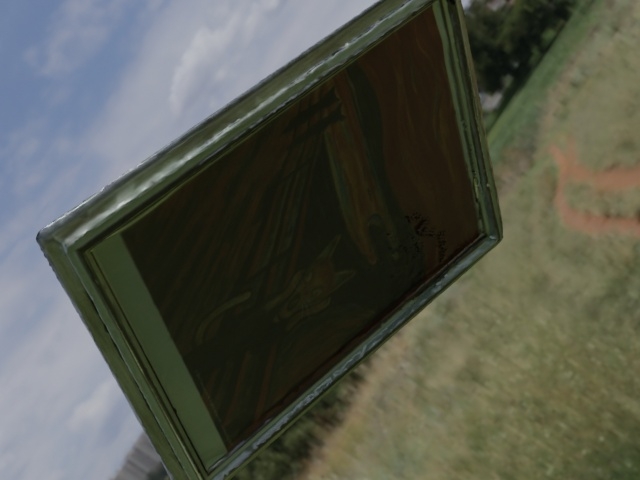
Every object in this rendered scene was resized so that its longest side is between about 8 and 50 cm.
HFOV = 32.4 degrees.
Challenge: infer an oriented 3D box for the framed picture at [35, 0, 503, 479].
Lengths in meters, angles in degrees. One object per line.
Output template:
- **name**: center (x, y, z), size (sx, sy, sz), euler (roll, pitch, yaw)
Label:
- **framed picture**: center (0.000, 0.000, 0.607), size (0.273, 0.016, 0.216), euler (-39, -46, -21)
